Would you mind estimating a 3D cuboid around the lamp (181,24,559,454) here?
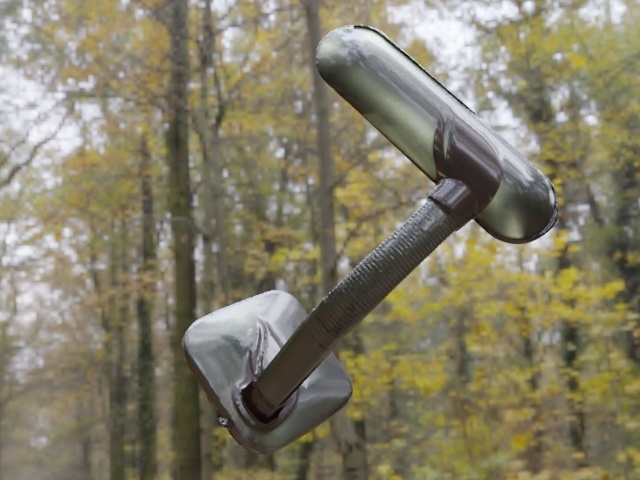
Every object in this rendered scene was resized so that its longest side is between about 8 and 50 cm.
[{"bbox_3d":[-0.003,0.000,0.828,0.124,0.203,0.283,-16,-26,-53],"label":"lamp"}]
